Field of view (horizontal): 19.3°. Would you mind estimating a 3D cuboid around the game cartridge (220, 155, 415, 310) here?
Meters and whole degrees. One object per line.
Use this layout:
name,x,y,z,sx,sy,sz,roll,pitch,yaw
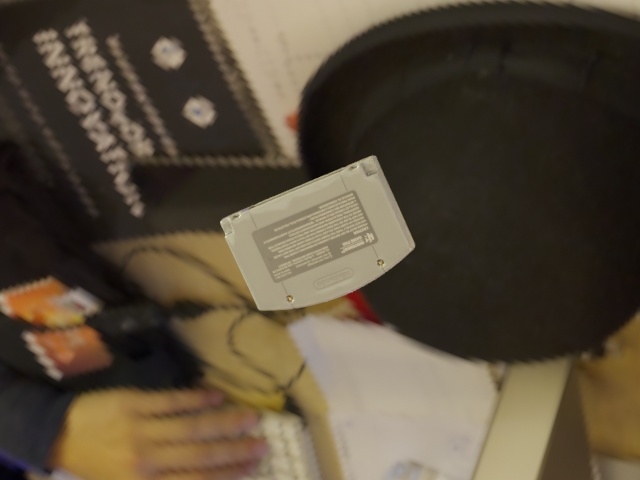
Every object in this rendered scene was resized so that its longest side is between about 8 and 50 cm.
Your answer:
game cartridge,0.000,0.000,0.885,0.083,0.017,0.056,-21,95,19
